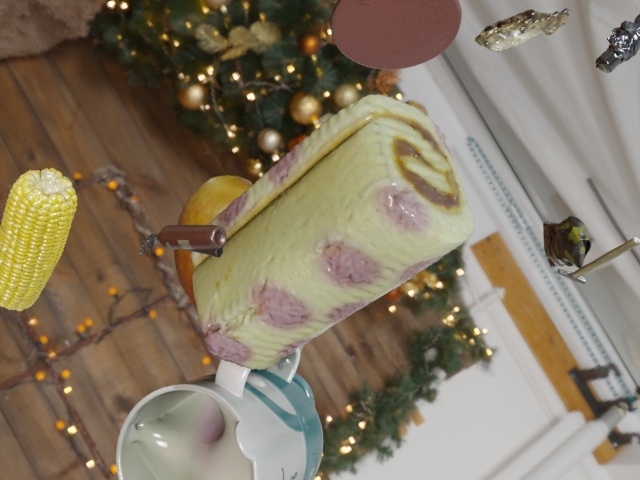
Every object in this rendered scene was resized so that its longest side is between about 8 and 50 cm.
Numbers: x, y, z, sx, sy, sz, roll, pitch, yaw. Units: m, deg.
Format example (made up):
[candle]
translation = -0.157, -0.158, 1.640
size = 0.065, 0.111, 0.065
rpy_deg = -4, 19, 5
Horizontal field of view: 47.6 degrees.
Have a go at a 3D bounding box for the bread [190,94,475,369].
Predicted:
[bread]
translation = 0.000, 0.000, 0.831
size = 0.155, 0.187, 0.338
rpy_deg = 20, 136, -38

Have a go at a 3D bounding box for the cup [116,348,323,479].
[cup]
translation = -0.115, 0.263, 1.011
size = 0.258, 0.219, 0.289
rpy_deg = 2, 108, -65

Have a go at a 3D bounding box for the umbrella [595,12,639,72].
[umbrella]
translation = 0.592, -0.386, 1.331
size = 0.224, 0.080, 0.071
rpy_deg = -44, 151, -8

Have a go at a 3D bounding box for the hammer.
[hammer]
translation = 0.518, 0.036, 1.345
size = 0.199, 0.062, 0.013
rpy_deg = 126, -18, -62

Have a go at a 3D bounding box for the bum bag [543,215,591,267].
[bum bag]
translation = 0.501, 0.005, 1.493
size = 0.060, 0.106, 0.232
rpy_deg = -8, 179, 4

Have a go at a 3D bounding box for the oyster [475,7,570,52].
[oyster]
translation = 0.381, -0.404, 1.373
size = 0.177, 0.056, 0.105
rpy_deg = -16, -179, 27

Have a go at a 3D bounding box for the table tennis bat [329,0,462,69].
[table tennis bat]
translation = 0.127, -0.468, 1.469
size = 0.268, 0.051, 0.415
rpy_deg = -21, 152, 28

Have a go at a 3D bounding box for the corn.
[corn]
translation = -0.424, 0.003, 1.064
size = 0.093, 0.093, 0.244
rpy_deg = -26, 154, -51

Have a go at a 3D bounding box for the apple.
[apple]
translation = -0.128, 0.065, 1.247
size = 0.179, 0.346, 0.254
rpy_deg = -28, -148, -31

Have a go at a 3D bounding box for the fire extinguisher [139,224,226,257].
[fire extinguisher]
translation = -0.132, 0.001, 0.729
size = 0.100, 0.032, 0.046
rpy_deg = 0, 177, 34
